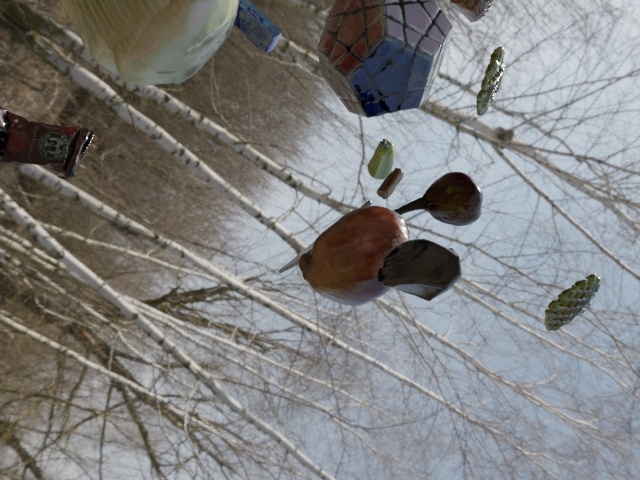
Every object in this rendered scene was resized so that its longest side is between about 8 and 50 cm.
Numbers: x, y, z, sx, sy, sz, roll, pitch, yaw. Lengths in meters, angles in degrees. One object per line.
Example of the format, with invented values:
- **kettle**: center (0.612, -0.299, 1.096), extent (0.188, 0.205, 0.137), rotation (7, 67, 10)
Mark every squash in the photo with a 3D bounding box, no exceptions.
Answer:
- **squash**: center (0.215, -0.294, 1.531), extent (0.094, 0.094, 0.224), rotation (-62, 172, -13)

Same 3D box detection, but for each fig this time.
- **fig**: center (0.089, 0.040, 1.014), extent (0.263, 0.224, 0.224), rotation (-41, -157, -16)
- **fig**: center (0.405, -0.118, 1.460), extent (0.290, 0.190, 0.191), rotation (-21, -166, -25)

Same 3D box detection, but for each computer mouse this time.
- **computer mouse**: center (0.151, 0.041, 0.723), extent (0.172, 0.057, 0.099), rotation (1, -120, 54)

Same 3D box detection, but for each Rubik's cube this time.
- **Rubik's cube**: center (0.147, -0.441, 1.039), extent (0.319, 0.319, 0.264), rotation (-37, -142, 32)

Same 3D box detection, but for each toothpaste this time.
- **toothpaste**: center (-0.235, -0.661, 1.269), extent (0.053, 0.272, 0.066), rotation (-50, -175, -38)

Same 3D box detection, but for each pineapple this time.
- **pineapple**: center (0.607, -0.963, 1.620), extent (0.278, 0.158, 0.157), rotation (-57, -155, 17)

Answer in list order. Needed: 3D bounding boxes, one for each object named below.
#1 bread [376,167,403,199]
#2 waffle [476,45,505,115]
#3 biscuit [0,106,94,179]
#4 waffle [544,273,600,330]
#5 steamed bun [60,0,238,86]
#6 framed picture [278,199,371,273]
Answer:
- **bread**: center (0.175, -0.142, 1.103), extent (0.083, 0.036, 0.047), rotation (-55, -171, -17)
- **waffle**: center (0.595, -0.551, 1.532), extent (0.054, 0.223, 0.203), rotation (19, -87, 21)
- **biscuit**: center (-0.720, -0.245, 1.124), extent (0.063, 0.236, 0.151), rotation (153, -54, -69)
- **waffle**: center (0.656, 0.166, 1.153), extent (0.169, 0.183, 0.036), rotation (-35, -130, 0)
- **steamed bun**: center (-0.290, -0.471, 0.808), extent (0.352, 0.339, 0.247), rotation (-28, -178, 36)
- **framed picture**: center (0.000, 0.000, 1.313), extent (0.265, 0.016, 0.347), rotation (-39, -178, -18)
